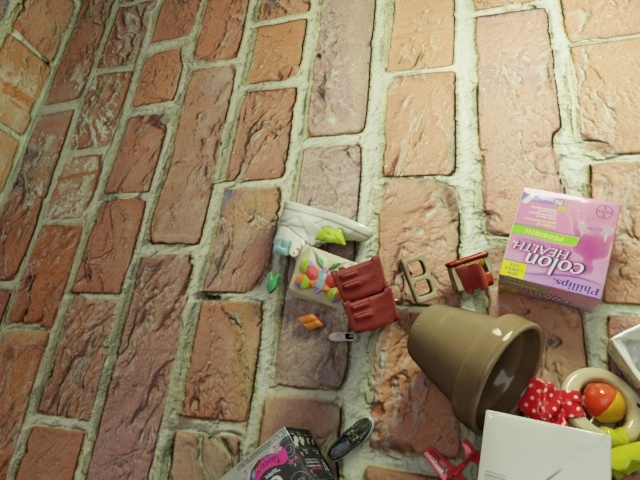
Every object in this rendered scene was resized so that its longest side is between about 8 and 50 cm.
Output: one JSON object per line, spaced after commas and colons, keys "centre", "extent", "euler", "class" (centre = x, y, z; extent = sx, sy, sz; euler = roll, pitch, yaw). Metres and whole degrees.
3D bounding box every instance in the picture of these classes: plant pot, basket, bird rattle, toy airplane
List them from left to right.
{"centre": [0.309, 0.510, 1.029], "extent": [0.151, 0.028, 0.151], "euler": [-7, 66, 16], "class": "toy airplane"}
{"centre": [0.328, 0.257, 1.034], "extent": [0.229, 0.263, 0.263], "euler": [27, 78, 47], "class": "plant pot"}
{"centre": [0.568, 0.363, 0.967], "extent": [0.253, 0.143, 0.207], "euler": [34, 61, 31], "class": "bird rattle"}
{"centre": [0.710, 0.230, 0.965], "extent": [0.167, 0.103, 0.113], "euler": [-26, 61, 7], "class": "basket"}

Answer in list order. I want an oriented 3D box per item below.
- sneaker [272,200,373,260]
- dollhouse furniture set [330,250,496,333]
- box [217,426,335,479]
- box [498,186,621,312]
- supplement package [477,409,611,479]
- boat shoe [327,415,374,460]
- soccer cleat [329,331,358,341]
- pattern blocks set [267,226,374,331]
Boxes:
{"centre": [0.000, 0.000, 1.335], "extent": [0.292, 0.108, 0.169], "euler": [16, 84, 26], "class": "sneaker"}
{"centre": [0.229, 0.082, 1.102], "extent": [0.374, 0.201, 0.152], "euler": [-19, 87, 4], "class": "dollhouse furniture set"}
{"centre": [-0.116, 0.574, 1.075], "extent": [0.247, 0.163, 0.142], "euler": [-40, 59, 0], "class": "box"}
{"centre": [0.566, 0.019, 1.103], "extent": [0.213, 0.117, 0.243], "euler": [15, 74, 25], "class": "box"}
{"centre": [0.382, 0.465, 0.804], "extent": [0.204, 0.145, 0.262], "euler": [4, 60, 27], "class": "supplement package"}
{"centre": [0.074, 0.484, 1.117], "extent": [0.142, 0.040, 0.049], "euler": [-43, 60, -2], "class": "boat shoe"}
{"centre": [0.061, 0.256, 1.226], "extent": [0.083, 0.035, 0.029], "euler": [0, 67, 19], "class": "soccer cleat"}
{"centre": [0.007, 0.105, 1.258], "extent": [0.324, 0.026, 0.285], "euler": [4, 88, 17], "class": "pattern blocks set"}
